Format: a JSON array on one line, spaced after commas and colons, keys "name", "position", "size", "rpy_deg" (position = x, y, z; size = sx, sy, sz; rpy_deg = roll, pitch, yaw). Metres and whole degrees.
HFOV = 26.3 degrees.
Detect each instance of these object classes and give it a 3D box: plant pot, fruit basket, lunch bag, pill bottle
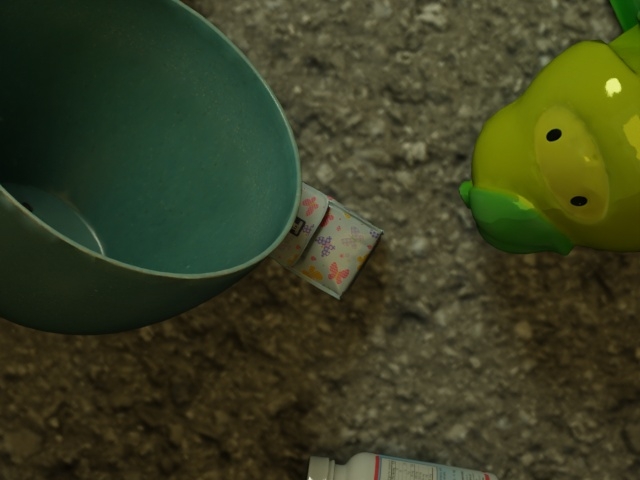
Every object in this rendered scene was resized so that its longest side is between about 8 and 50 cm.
[{"name": "plant pot", "position": [-0.188, -0.041, 1.044], "size": [0.290, 0.290, 0.195], "rpy_deg": [41, 129, -3]}, {"name": "fruit basket", "position": [0.294, -0.108, 1.037], "size": [0.392, 0.283, 0.392], "rpy_deg": [1, 87, -16]}, {"name": "lunch bag", "position": [0.000, 0.000, 1.135], "size": [0.083, 0.053, 0.071], "rpy_deg": [33, 93, 6]}, {"name": "pill bottle", "position": [0.064, 0.224, 1.137], "size": [0.160, 0.087, 0.087], "rpy_deg": [10, 95, -1]}]
